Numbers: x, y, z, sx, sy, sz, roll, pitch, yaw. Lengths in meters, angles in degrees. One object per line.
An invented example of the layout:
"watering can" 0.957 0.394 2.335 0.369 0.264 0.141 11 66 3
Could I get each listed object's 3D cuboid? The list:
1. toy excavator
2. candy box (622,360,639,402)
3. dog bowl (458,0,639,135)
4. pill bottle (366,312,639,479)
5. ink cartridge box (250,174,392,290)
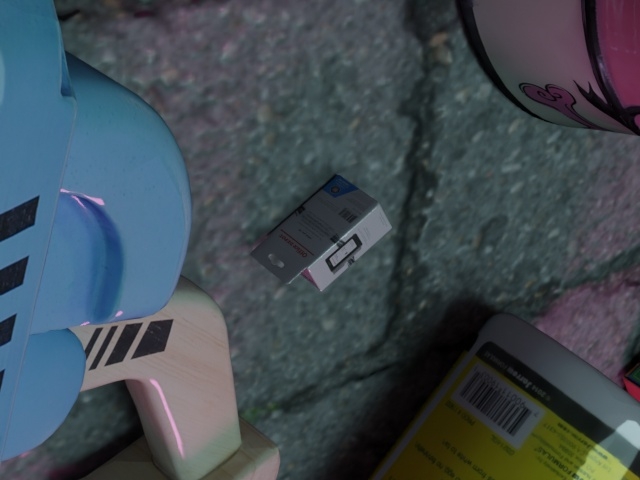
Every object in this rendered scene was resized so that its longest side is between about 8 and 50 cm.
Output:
"toy excavator" -0.155 0.033 0.682 0.445 0.222 0.432 -9 123 -47
"candy box" 0.471 0.136 1.322 0.317 0.122 0.268 -42 136 -15
"dog bowl" 0.291 -0.243 0.913 0.408 0.150 0.407 -20 127 -30
"pill bottle" 0.115 0.238 1.034 0.334 0.188 0.188 -53 137 -1
"ink cartridge box" 0.000 0.000 0.887 0.083 0.048 0.028 -41 135 -12
